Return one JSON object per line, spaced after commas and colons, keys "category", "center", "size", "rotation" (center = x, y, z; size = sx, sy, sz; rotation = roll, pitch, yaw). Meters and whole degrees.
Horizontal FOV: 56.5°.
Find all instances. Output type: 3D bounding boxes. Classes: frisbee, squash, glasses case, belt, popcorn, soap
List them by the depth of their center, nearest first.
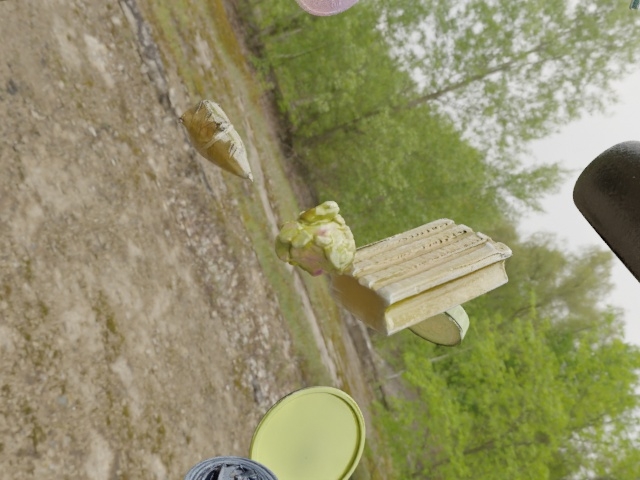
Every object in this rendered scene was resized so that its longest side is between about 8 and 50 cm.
{"category": "glasses case", "center": [0.417, -0.013, 0.718], "size": [0.082, 0.122, 0.321], "rotation": [26, 28, -26]}
{"category": "popcorn", "center": [0.000, 0.002, 0.744], "size": [0.089, 0.097, 0.109], "rotation": [-62, 145, -17]}
{"category": "belt", "center": [-0.123, 0.367, 0.801], "size": [0.190, 0.142, 0.082], "rotation": [-107, -156, -79]}
{"category": "soap", "center": [0.169, 0.053, 1.012], "size": [0.173, 0.274, 0.089], "rotation": [33, -47, 49]}
{"category": "frisbee", "center": [-0.022, 0.380, 1.105], "size": [0.017, 0.236, 0.235], "rotation": [18, -50, 63]}
{"category": "squash", "center": [0.307, 0.181, 1.580], "size": [0.220, 0.133, 0.220], "rotation": [37, -25, 20]}

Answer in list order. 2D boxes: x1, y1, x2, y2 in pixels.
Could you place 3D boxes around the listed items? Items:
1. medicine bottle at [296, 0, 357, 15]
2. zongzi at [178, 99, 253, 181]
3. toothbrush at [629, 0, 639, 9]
{"category": "medicine bottle", "center": [-0.018, -0.540, 1.076], "size": [0.152, 0.152, 0.253], "rotation": [67, 2, -57]}
{"category": "zongzi", "center": [-0.207, -0.197, 1.279], "size": [0.197, 0.099, 0.194], "rotation": [51, -2, -4]}
{"category": "toothbrush", "center": [0.763, -0.656, 1.344], "size": [0.026, 0.022, 0.262], "rotation": [40, -58, 48]}
